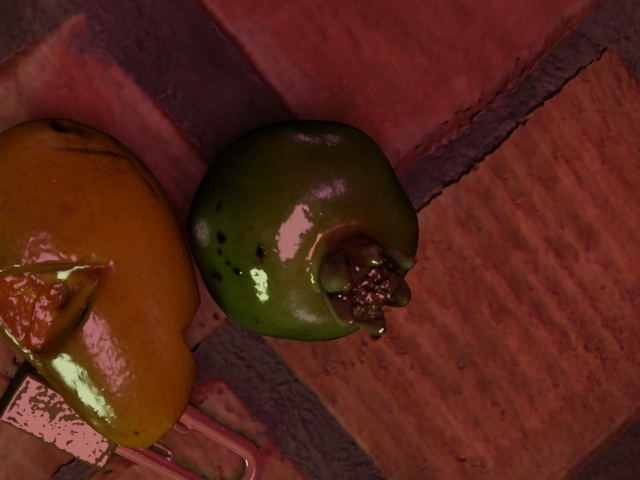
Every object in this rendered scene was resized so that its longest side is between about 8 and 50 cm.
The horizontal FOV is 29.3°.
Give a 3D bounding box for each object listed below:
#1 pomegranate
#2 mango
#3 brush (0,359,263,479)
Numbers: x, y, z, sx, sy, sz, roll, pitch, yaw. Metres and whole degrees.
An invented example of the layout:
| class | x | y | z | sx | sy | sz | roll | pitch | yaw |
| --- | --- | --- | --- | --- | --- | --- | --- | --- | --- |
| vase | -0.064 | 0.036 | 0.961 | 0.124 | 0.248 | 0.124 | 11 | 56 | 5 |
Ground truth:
| class | x | y | z | sx | sy | sz | roll | pitch | yaw |
| --- | --- | --- | --- | --- | --- | --- | --- | --- | --- |
| pomegranate | -0.002 | 0.001 | 0.949 | 0.187 | 0.225 | 0.187 | -9 | 112 | -24 |
| mango | -0.177 | 0.032 | 0.942 | 0.167 | 0.130 | 0.262 | -37 | 98 | -43 |
| brush | -0.148 | 0.158 | 1.043 | 0.233 | 0.047 | 0.103 | 33 | 91 | -18 |
